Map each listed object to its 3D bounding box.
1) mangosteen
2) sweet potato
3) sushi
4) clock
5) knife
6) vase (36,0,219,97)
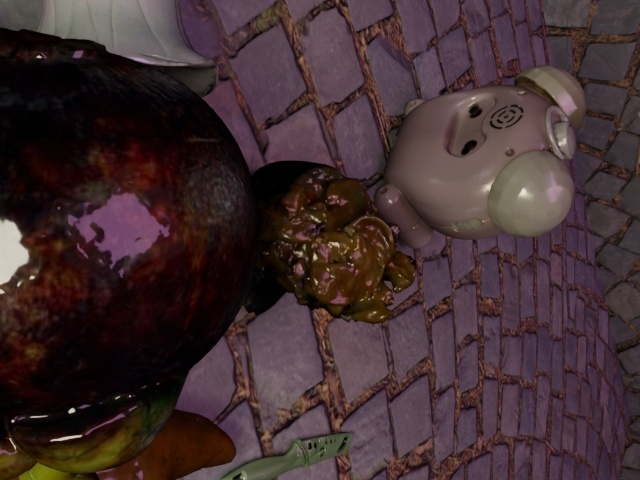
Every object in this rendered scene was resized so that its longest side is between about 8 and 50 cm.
[{"bbox_3d":[-0.205,0.007,0.483,0.330,0.330,0.330,10,78,-54],"label":"mangosteen"},{"bbox_3d":[-0.201,0.209,0.628,0.359,0.112,0.112,-2,88,-52],"label":"sweet potato"},{"bbox_3d":[-0.002,0.006,0.850,0.213,0.204,0.200,51,52,-32],"label":"sushi"},{"bbox_3d":[0.291,-0.148,1.182,0.184,0.326,0.342,45,52,-41],"label":"clock"},{"bbox_3d":[-0.035,0.299,0.927,0.293,0.020,0.043,9,77,-55],"label":"knife"},{"bbox_3d":[-0.193,-0.347,0.609,0.250,0.250,0.445,-5,93,-55],"label":"vase"}]
